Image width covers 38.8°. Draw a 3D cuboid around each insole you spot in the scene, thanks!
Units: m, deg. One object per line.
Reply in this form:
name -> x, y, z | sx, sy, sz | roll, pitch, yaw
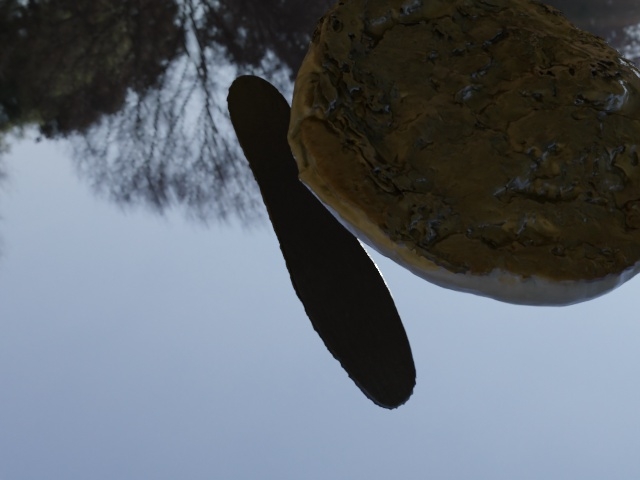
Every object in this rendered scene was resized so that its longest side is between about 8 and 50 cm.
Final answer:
insole -> 0.000, 0.000, 0.808 | 0.007, 0.328, 0.111 | -27, 177, 41

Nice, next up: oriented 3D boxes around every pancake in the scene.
pancake -> 0.106, -0.077, 0.569 | 0.282, 0.049, 0.283 | 5, -131, -5
